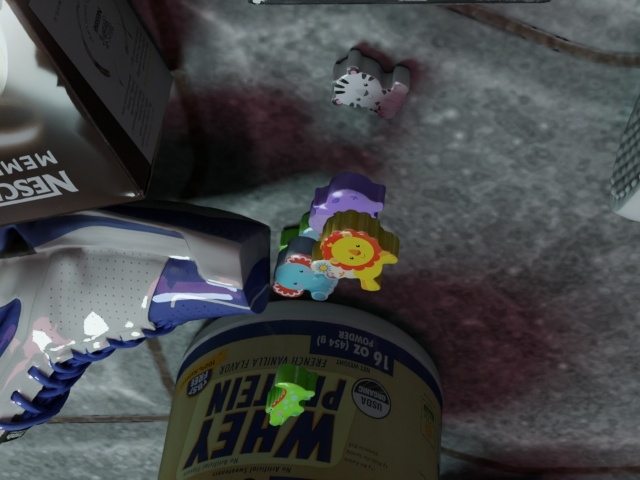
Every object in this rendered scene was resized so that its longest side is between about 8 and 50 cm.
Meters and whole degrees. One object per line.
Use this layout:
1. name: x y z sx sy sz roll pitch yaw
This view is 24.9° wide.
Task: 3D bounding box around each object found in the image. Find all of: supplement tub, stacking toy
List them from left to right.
1. supplement tub: -0.021 0.229 1.136 0.228 0.316 0.228 4 139 3
2. stacking toy: 0.000 0.000 0.987 0.052 0.167 0.221 16 139 -11

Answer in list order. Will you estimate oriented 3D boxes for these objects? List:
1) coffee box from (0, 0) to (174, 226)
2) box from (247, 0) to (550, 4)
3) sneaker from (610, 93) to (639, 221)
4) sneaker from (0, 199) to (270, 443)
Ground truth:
1. coffee box: -0.233 -0.149 0.884 0.168 0.119 0.297 -11 136 20
2. box: 0.040 -0.217 0.828 0.191 0.045 0.184 0 136 9
3. sneaker: 0.290 -0.111 0.852 0.127 0.126 0.321 21 136 -7
4. sneaker: -0.188 0.062 1.053 0.315 0.127 0.182 3 98 15
